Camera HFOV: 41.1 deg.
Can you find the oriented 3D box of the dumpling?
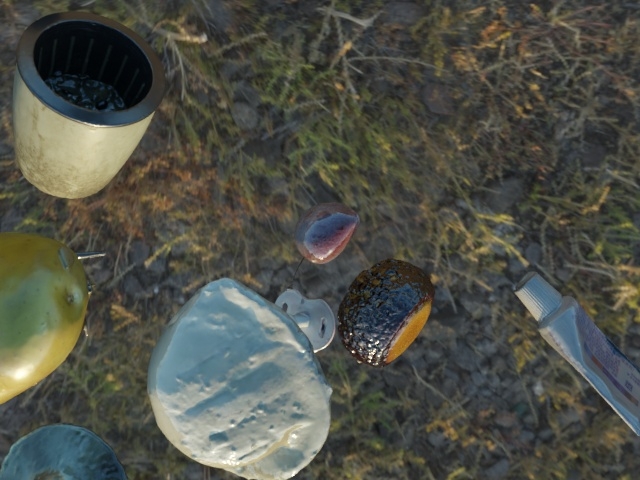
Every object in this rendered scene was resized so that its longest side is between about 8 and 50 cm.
[{"bbox_3d":[-0.062,0.115,0.687,0.150,0.092,0.177,12,96,-3],"label":"dumpling"}]

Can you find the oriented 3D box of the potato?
[{"bbox_3d":[-0.354,0.082,0.841,0.300,0.140,0.173,-8,71,27],"label":"potato"}]

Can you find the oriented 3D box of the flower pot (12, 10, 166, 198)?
[{"bbox_3d":[-0.509,-0.259,1.797,0.293,0.294,0.330,21,139,-14],"label":"flower pot"}]

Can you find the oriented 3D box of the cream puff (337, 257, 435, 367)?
[{"bbox_3d":[0.134,0.148,1.810,0.164,0.239,0.239,35,100,18],"label":"cream puff"}]

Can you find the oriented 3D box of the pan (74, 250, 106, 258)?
[{"bbox_3d":[-0.402,0.031,1.131,0.201,0.128,0.048,-5,73,7],"label":"pan"}]

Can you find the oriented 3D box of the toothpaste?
[{"bbox_3d":[0.380,0.156,1.200,0.099,0.068,0.282,-44,93,-21],"label":"toothpaste"}]

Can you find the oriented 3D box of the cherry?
[{"bbox_3d":[0.007,-0.001,1.701,0.148,0.188,0.115,-7,120,18],"label":"cherry"}]

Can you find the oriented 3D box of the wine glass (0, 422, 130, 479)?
[{"bbox_3d":[-0.392,0.348,1.000,0.267,0.406,0.267,0,90,9],"label":"wine glass"}]

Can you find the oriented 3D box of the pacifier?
[{"bbox_3d":[-0.031,0.110,1.107,0.099,0.078,0.082,17,101,31],"label":"pacifier"}]
